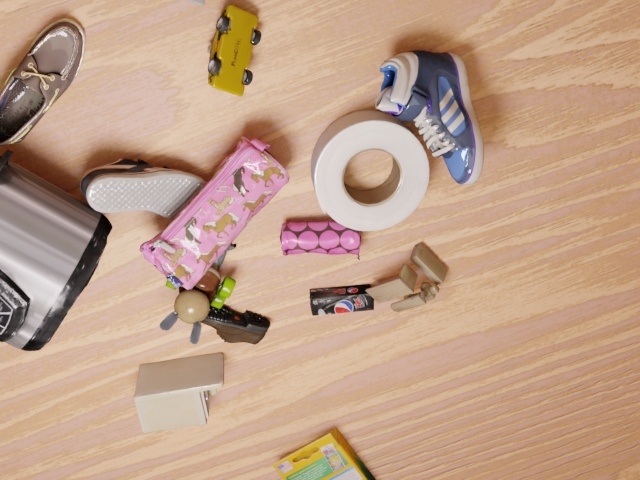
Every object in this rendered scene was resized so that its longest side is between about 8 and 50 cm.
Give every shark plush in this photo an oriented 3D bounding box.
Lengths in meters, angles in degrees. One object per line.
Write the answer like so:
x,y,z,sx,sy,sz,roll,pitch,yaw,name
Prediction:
-0.245,0.006,1.910,0.067,0.073,0.161,34,86,-40,shark plush

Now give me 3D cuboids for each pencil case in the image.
-0.243,-0.067,1.754,0.160,0.167,0.386,43,86,-12,pencil case
0.000,0.000,1.904,0.209,0.098,0.095,2,71,-6,pencil case

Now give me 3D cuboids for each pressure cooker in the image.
-0.731,0.011,1.668,0.420,0.375,0.370,33,74,-19,pressure cooker

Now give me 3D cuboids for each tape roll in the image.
0.117,-0.169,1.829,0.285,0.100,0.286,-3,116,-6,tape roll

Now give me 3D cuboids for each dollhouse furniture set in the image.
0.230,0.105,1.982,0.144,0.151,0.123,43,139,-23,dollhouse furniture set

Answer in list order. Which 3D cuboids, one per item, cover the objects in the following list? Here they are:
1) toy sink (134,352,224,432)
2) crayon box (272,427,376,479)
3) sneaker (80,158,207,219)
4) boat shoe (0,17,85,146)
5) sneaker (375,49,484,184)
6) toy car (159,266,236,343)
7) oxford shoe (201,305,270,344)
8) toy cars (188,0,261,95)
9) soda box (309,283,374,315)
-0.367,0.411,2.014,0.234,0.153,0.131,-9,116,-4,toy sink
0.021,0.700,2.235,0.203,0.083,0.323,-30,116,7,crayon box
-0.410,-0.128,1.781,0.321,0.127,0.126,5,112,-37,sneaker
-0.631,-0.344,1.656,0.116,0.097,0.324,36,106,-21,boat shoe
0.232,-0.274,1.716,0.236,0.130,0.323,-10,90,-23,sneaker
-0.321,0.163,1.864,0.155,0.189,0.149,25,146,-12,toy car
-0.255,0.229,1.982,0.227,0.083,0.096,20,115,-14,oxford shoe
-0.244,-0.508,1.629,0.176,0.087,0.394,-37,118,-29,toy cars
0.057,0.158,1.996,0.168,0.060,0.053,-5,114,-5,soda box
